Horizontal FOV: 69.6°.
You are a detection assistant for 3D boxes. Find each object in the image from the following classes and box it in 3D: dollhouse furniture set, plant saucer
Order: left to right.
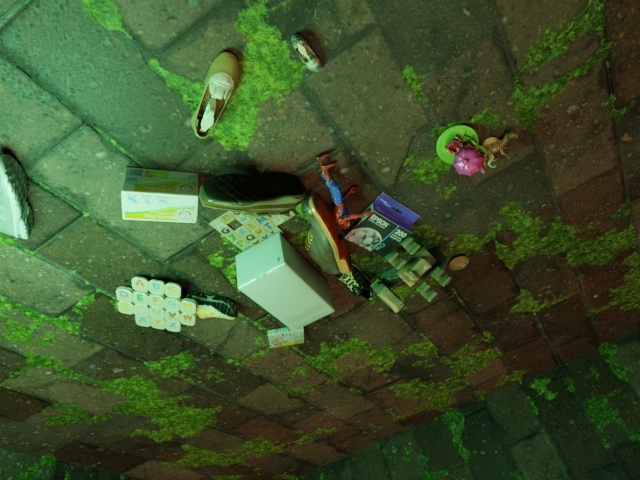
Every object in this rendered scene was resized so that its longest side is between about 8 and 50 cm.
[{"bbox_3d":[0.316,0.133,1.712,0.212,0.161,0.242,44,92,-5],"label":"dollhouse furniture set"},{"bbox_3d":[0.557,0.087,1.860,0.083,0.015,0.084,-7,136,-7],"label":"plant saucer"}]

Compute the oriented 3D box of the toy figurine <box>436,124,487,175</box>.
[{"bbox_3d":[0.442,-0.242,1.369,0.173,0.159,0.130,26,123,-18],"label":"toy figurine"}]

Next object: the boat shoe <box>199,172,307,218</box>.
[{"bbox_3d":[-0.193,-0.115,1.351,0.323,0.123,0.120,-4,142,-32],"label":"boat shoe"}]

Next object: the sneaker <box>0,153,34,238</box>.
[{"bbox_3d":[-0.859,-0.108,1.236,0.115,0.105,0.281,5,134,-19],"label":"sneaker"}]

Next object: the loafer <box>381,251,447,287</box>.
[{"bbox_3d":[0.371,0.119,1.807,0.267,0.096,0.084,-22,155,18],"label":"loafer"}]

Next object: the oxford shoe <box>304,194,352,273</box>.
[{"bbox_3d":[0.000,0.000,1.555,0.132,0.130,0.364,-12,133,14],"label":"oxford shoe"}]

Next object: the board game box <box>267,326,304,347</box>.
[{"bbox_3d":[-0.150,0.420,2.007,0.153,0.026,0.104,-7,135,-7],"label":"board game box"}]

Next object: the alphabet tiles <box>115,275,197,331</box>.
[{"bbox_3d":[-0.593,0.241,1.672,0.283,0.021,0.278,12,132,-6],"label":"alphabet tiles"}]

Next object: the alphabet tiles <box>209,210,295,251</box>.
[{"bbox_3d":[-0.211,-0.060,1.520,0.237,0.009,0.198,-30,134,17],"label":"alphabet tiles"}]

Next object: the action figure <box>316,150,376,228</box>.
[{"bbox_3d":[0.085,-0.153,1.441,0.138,0.092,0.281,-19,133,-5],"label":"action figure"}]

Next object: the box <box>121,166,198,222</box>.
[{"bbox_3d":[-0.453,-0.128,1.314,0.202,0.114,0.103,2,134,-18],"label":"box"}]

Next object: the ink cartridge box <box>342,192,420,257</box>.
[{"bbox_3d":[0.220,-0.047,1.619,0.206,0.045,0.208,25,123,-33],"label":"ink cartridge box"}]

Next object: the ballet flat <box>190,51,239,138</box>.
[{"bbox_3d":[-0.262,-0.356,1.161,0.080,0.073,0.232,13,130,-26],"label":"ballet flat"}]

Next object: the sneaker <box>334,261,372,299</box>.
[{"bbox_3d":[0.135,0.159,1.765,0.084,0.097,0.234,-38,131,22],"label":"sneaker"}]

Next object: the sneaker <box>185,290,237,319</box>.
[{"bbox_3d":[-0.417,0.260,1.746,0.208,0.082,0.094,22,126,-18],"label":"sneaker"}]

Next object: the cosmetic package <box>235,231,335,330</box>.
[{"bbox_3d":[-0.120,0.160,1.656,0.196,0.155,0.366,-26,136,13],"label":"cosmetic package"}]

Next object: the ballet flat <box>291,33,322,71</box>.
[{"bbox_3d":[-0.033,-0.457,1.142,0.041,0.041,0.114,-31,134,17],"label":"ballet flat"}]

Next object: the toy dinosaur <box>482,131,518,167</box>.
[{"bbox_3d":[0.542,-0.284,1.470,0.183,0.053,0.093,-27,118,20],"label":"toy dinosaur"}]
